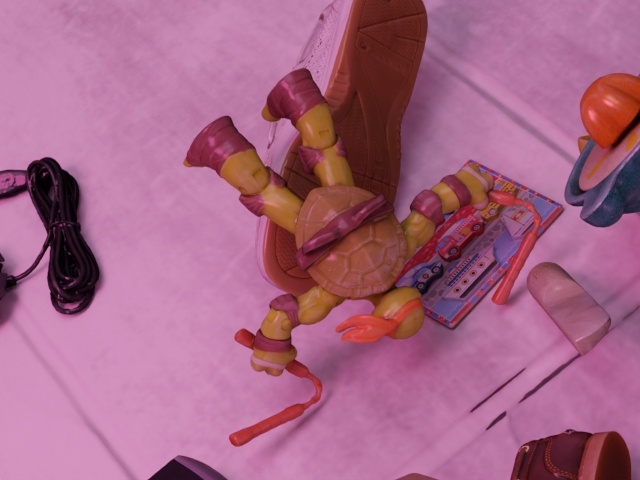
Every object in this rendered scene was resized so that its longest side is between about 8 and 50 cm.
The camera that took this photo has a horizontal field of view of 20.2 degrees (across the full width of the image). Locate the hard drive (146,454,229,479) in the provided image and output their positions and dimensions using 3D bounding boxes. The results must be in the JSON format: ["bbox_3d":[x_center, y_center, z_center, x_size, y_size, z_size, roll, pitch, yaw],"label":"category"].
[{"bbox_3d":[-0.074,0.253,1.153,0.172,0.054,0.255,-39,46,-10],"label":"hard drive"}]

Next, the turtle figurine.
[{"bbox_3d":[0.000,0.000,1.253,0.269,0.087,0.217,-37,76,-3],"label":"turtle figurine"}]

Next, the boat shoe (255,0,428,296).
[{"bbox_3d":[0.004,-0.075,1.392,0.096,0.098,0.277,-16,47,53],"label":"boat shoe"}]

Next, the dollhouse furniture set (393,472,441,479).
[{"bbox_3d":[0.038,0.225,1.053,0.151,0.123,0.144,-17,20,-42],"label":"dollhouse furniture set"}]

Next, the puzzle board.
[{"bbox_3d":[0.103,-0.001,1.325,0.128,0.011,0.096,-46,47,-16],"label":"puzzle board"}]

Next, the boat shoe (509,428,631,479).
[{"bbox_3d":[0.134,0.204,1.088,0.073,0.073,0.207,-6,40,30],"label":"boat shoe"}]

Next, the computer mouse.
[{"bbox_3d":[-0.314,0.014,1.477,0.262,0.060,0.184,-20,46,8],"label":"computer mouse"}]

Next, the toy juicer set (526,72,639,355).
[{"bbox_3d":[0.200,-0.067,1.215,0.329,0.089,0.209,-56,8,-14],"label":"toy juicer set"}]
